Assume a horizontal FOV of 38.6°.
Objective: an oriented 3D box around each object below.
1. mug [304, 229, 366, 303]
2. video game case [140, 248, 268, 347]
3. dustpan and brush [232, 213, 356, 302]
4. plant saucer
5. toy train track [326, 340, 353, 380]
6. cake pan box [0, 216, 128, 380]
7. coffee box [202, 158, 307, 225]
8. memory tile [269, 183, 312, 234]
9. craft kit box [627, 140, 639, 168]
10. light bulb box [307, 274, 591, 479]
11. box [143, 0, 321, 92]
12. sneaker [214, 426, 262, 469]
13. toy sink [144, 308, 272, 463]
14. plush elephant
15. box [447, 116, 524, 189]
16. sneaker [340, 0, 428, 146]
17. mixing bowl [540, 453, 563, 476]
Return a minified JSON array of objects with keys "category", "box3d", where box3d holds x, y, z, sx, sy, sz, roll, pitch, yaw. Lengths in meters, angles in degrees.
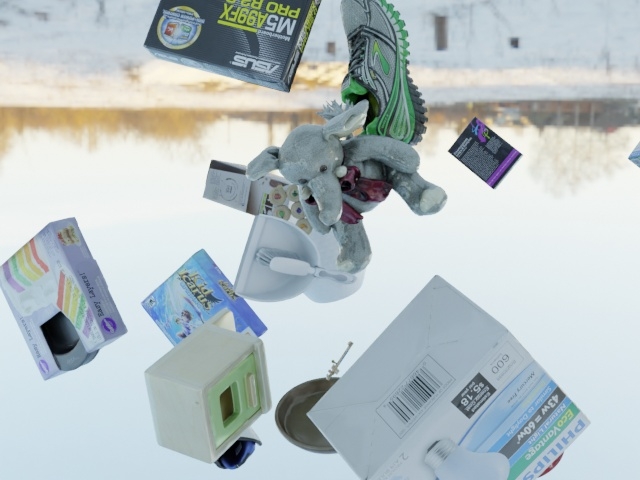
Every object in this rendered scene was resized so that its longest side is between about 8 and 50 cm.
[{"category":"mug","box3d":[0.000,0.000,2.867,0.276,0.328,0.374,-18,-165,0]},{"category":"video game case","box3d":[-0.305,0.196,2.362,0.244,0.270,0.061,-40,179,31]},{"category":"dustpan and brush","box3d":[-0.032,0.046,1.565,0.211,0.147,0.060,12,-171,-39]},{"category":"plant saucer","box3d":[0.024,0.440,2.282,0.277,0.041,0.278,-4,-151,2]},{"category":"toy train track","box3d":[0.032,0.220,1.689,0.014,0.083,0.048,34,180,-15]},{"category":"cake pan box","box3d":[-0.514,0.123,1.803,0.245,0.267,0.070,-30,173,40]},{"category":"coffee box","box3d":[-0.164,-0.133,2.593,0.297,0.119,0.168,19,-171,30]},{"category":"memory tile","box3d":[-0.026,-0.066,1.877,0.147,0.113,0.012,-12,-170,7]},{"category":"craft kit box","box3d":[0.807,-0.270,1.962,0.061,0.247,0.250,35,173,-10]},{"category":"light bulb box","box3d":[0.241,0.324,1.674,0.361,0.358,0.225,43,180,-38]},{"category":"box","box3d":[-0.148,-0.396,1.604,0.270,0.216,0.060,17,171,14]},{"category":"sneaker","box3d":[-0.208,0.379,1.912,0.127,0.182,0.315,-38,-178,12]},{"category":"toy sink","box3d":[-0.171,0.244,1.576,0.131,0.153,0.234,11,-151,29]},{"category":"plush elephant","box3d":[0.027,-0.121,1.674,0.271,0.330,0.255,-31,168,32]},{"category":"box","box3d":[0.422,-0.224,2.345,0.162,0.116,0.029,43,-165,17]},{"category":"sneaker","box3d":[0.105,-0.353,1.857,0.146,0.344,0.134,-10,167,-29]},{"category":"mixing bowl","box3d":[0.521,0.510,2.333,0.181,0.098,0.181,-25,-151,15]}]
